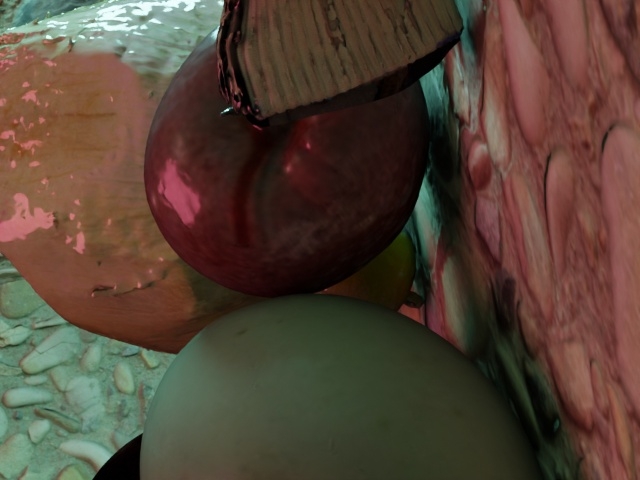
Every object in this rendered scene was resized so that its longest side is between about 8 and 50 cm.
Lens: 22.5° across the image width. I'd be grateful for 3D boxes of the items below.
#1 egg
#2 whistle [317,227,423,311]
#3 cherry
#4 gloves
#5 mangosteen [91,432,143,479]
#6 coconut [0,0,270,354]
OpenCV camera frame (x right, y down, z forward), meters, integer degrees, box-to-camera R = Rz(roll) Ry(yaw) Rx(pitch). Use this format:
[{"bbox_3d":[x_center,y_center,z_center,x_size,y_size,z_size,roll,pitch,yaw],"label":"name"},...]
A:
[{"bbox_3d":[0.013,0.185,1.179,0.389,0.276,0.276,-145,43,-61],"label":"egg"},{"bbox_3d":[0.000,0.000,1.444,0.123,0.223,0.123,-56,12,19],"label":"whistle"},{"bbox_3d":[-0.024,-0.073,1.268,0.213,0.236,0.285,61,-167,20],"label":"cherry"},{"bbox_3d":[-0.004,-0.245,1.073,0.135,0.210,0.312,-62,-45,-78],"label":"gloves"},{"bbox_3d":[-0.130,0.365,1.635,0.382,0.435,0.382,15,109,49],"label":"mangosteen"},{"bbox_3d":[-0.121,-0.070,1.613,0.404,0.404,0.405,169,90,-83],"label":"coconut"}]
